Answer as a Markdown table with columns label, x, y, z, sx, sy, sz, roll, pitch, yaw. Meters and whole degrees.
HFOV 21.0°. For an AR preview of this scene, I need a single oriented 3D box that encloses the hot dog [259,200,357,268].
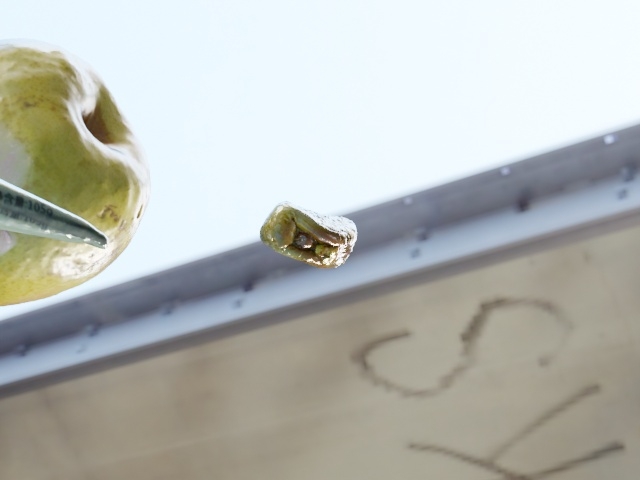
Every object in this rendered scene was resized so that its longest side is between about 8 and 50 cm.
| label | x | y | z | sx | sy | sz | roll | pitch | yaw |
| --- | --- | --- | --- | --- | --- | --- | --- | --- | --- |
| hot dog | 0.000 | 0.000 | 1.064 | 0.090 | 0.034 | 0.030 | 15 | -73 | -56 |

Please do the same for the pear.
| label | x | y | z | sx | sy | sz | roll | pitch | yaw |
| --- | --- | --- | --- | --- | --- | --- | --- | --- | --- |
| pear | -0.304 | -0.060 | 1.680 | 0.271 | 0.271 | 0.271 | 29 | -127 | -47 |

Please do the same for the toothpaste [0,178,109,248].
| label | x | y | z | sx | sy | sz | roll | pitch | yaw |
| --- | --- | --- | --- | --- | --- | --- | --- | --- | --- |
| toothpaste | -0.145 | -0.027 | 0.497 | 0.197 | 0.048 | 0.029 | 19 | -91 | -46 |
